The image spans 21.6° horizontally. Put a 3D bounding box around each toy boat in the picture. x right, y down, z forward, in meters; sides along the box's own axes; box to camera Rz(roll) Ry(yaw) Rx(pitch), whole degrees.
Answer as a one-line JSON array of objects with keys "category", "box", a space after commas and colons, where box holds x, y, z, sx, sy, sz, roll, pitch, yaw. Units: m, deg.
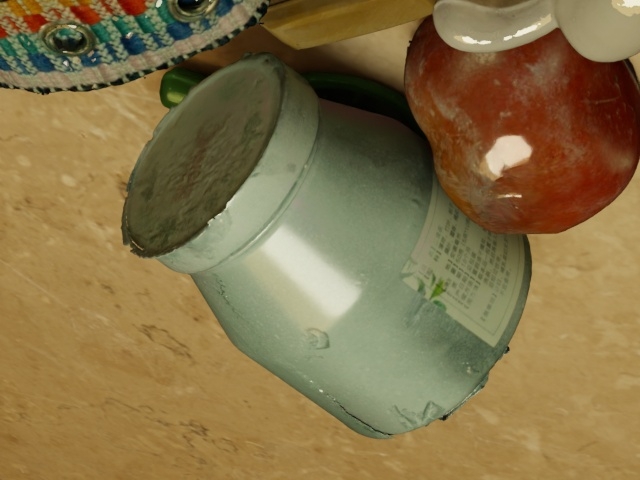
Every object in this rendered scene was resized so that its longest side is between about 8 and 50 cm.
[{"category": "toy boat", "box": [0.032, -0.203, 1.302, 0.200, 0.077, 0.057, -10, 151, 34]}]

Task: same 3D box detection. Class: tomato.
[{"category": "tomato", "box": [0.160, -0.086, 1.349, 0.181, 0.155, 0.214, -16, 133, 38]}]

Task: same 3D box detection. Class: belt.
[{"category": "belt", "box": [-0.176, -0.232, 1.246, 0.295, 0.207, 0.160, 2, 147, 23]}]

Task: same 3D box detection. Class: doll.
[{"category": "doll", "box": [0.236, -0.190, 1.185, 0.237, 0.111, 0.252, 17, 145, -20]}]

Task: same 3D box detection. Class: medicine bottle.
[{"category": "medicine bottle", "box": [0.000, 0.000, 1.423, 0.290, 0.245, 0.245, 35, 145, -32]}]

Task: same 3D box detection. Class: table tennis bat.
[{"category": "table tennis bat", "box": [-0.022, -0.107, 1.519, 0.257, 0.039, 0.160, 16, 146, 1]}]
